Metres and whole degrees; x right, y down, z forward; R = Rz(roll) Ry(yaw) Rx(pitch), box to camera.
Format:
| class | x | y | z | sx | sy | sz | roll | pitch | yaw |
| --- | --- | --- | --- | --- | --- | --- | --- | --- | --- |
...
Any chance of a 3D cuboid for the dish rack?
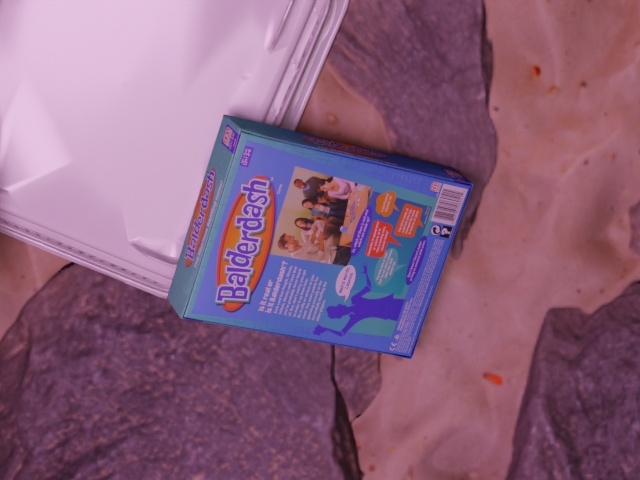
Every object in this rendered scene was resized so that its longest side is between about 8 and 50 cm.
| class | x | y | z | sx | sy | sz | roll | pitch | yaw |
| --- | --- | --- | --- | --- | --- | --- | --- | --- | --- |
| dish rack | -0.155 | -0.128 | 1.324 | 0.286 | 0.072 | 0.332 | 23 | 103 | -5 |

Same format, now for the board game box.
| class | x | y | z | sx | sy | sz | roll | pitch | yaw |
| --- | --- | --- | --- | --- | --- | --- | --- | --- | --- |
| board game box | 0.000 | 0.000 | 1.332 | 0.210 | 0.047 | 0.160 | 12 | 105 | -26 |
